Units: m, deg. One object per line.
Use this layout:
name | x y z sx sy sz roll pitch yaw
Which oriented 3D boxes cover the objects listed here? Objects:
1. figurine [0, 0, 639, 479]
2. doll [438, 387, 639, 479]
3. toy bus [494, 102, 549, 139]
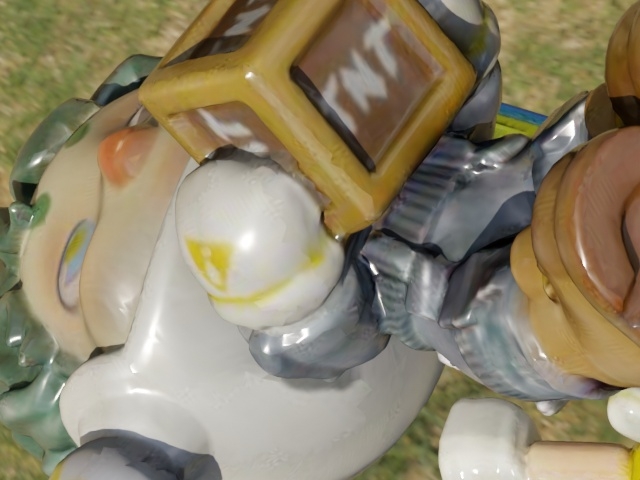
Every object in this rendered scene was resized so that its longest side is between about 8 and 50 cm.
figurine | -0.003 0.002 0.668 0.186 0.382 0.261 49 62 -15
doll | 0.288 0.191 1.345 0.423 0.348 0.161 10 58 3
toy bus | 0.143 -0.022 1.702 0.175 0.288 0.138 -44 129 -21
